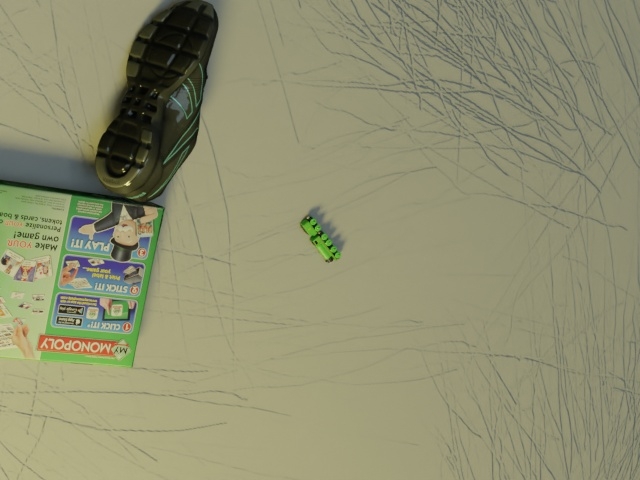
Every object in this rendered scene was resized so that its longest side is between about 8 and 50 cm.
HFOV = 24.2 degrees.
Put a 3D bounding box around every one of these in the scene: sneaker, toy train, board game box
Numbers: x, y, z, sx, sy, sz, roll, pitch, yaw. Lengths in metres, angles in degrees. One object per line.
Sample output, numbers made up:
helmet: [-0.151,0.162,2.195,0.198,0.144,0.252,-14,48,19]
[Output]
sneaker: [-0.195,-0.173,1.862,0.267,0.101,0.106,-65,152,-8]
toy train: [0.000,0.000,2.060,0.023,0.017,0.083,-40,121,-7]
board game box: [-0.358,0.039,1.822,0.317,0.046,0.213,8,98,-34]
